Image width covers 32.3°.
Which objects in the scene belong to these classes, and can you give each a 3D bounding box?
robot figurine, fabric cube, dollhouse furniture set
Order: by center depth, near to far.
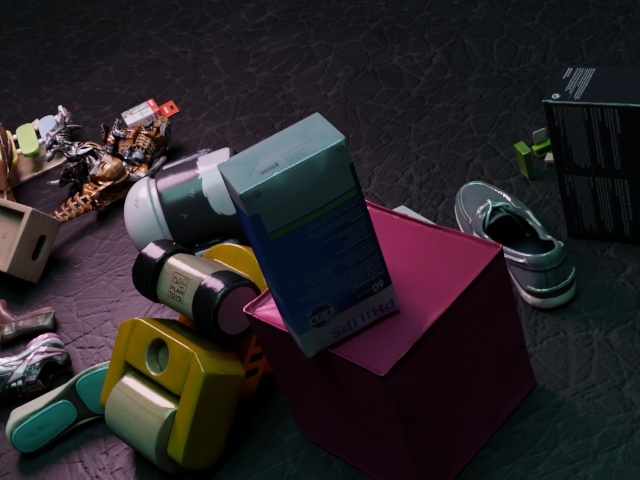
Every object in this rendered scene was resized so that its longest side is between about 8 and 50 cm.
[{"bbox_3d":[0.097,0.142,1.476,0.259,0.258,0.254,22,55,42],"label":"fabric cube"},{"bbox_3d":[0.407,-0.163,1.875,0.151,0.058,0.076,-23,37,-3],"label":"dollhouse furniture set"},{"bbox_3d":[-0.204,-0.058,1.941,0.278,0.173,0.209,-20,13,1],"label":"robot figurine"}]

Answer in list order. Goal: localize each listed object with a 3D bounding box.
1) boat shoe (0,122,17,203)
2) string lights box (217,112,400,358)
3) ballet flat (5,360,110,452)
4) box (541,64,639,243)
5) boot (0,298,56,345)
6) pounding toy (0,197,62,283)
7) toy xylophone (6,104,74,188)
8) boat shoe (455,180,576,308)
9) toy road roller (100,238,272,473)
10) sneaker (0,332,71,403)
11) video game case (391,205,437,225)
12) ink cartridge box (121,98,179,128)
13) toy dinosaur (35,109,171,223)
[{"bbox_3d":[-0.672,-0.115,2.204,0.110,0.104,0.307,-14,60,-3],"label":"boat shoe"},{"bbox_3d":[-0.008,0.000,1.273,0.133,0.260,0.077,-28,39,-11],"label":"string lights box"},{"bbox_3d":[-0.375,0.244,1.723,0.248,0.086,0.086,-26,37,-5],"label":"ballet flat"},{"bbox_3d":[0.450,-0.123,1.637,0.184,0.261,0.103,10,46,33],"label":"box"},{"bbox_3d":[-0.519,0.130,1.957,0.114,0.037,0.106,-20,50,6],"label":"boot"},{"bbox_3d":[-0.611,0.016,2.088,0.206,0.094,0.181,15,82,36],"label":"pounding toy"},{"bbox_3d":[-0.685,-0.190,2.397,0.322,0.081,0.236,-30,38,-13],"label":"toy xylophone"},{"bbox_3d":[0.296,-0.022,1.718,0.116,0.099,0.319,-24,37,-5],"label":"boat shoe"},{"bbox_3d":[-0.155,0.167,1.635,0.202,0.240,0.329,23,98,42],"label":"toy road roller"},{"bbox_3d":[-0.486,0.225,1.803,0.178,0.072,0.077,-38,51,-14],"label":"sneaker"},{"bbox_3d":[0.135,0.002,1.785,0.143,0.019,0.157,-24,39,-33],"label":"video game case"},{"bbox_3d":[-0.371,-0.278,2.404,0.115,0.029,0.063,-27,37,-8],"label":"ink cartridge box"},{"bbox_3d":[-0.435,-0.150,2.188,0.218,0.164,0.322,23,35,24],"label":"toy dinosaur"}]
